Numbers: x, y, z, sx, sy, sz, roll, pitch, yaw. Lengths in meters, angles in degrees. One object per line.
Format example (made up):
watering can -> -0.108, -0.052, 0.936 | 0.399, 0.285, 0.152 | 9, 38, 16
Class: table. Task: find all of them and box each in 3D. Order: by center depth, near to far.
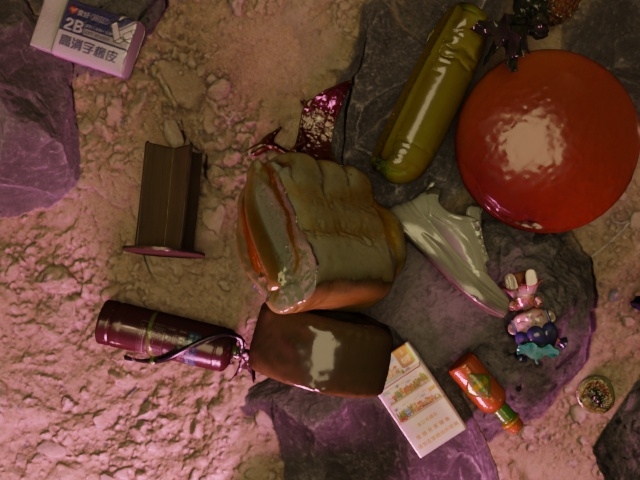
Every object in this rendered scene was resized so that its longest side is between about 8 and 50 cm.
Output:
table -> -0.312, -0.083, 1.700 | 0.167, 0.167, 0.227 | 4, 84, 4

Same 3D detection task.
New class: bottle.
bottle -> 0.349, 0.320, 1.705 | 0.069, 0.069, 0.187 | -42, 91, 4

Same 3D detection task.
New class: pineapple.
pineapple -> 0.401, -0.426, 1.589 | 0.119, 0.130, 0.277 | 41, 53, 11

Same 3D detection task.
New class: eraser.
eraser -> -0.488, -0.430, 1.732 | 0.210, 0.068, 0.124 | 20, 94, 4

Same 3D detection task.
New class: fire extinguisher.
fire extinguisher -> -0.296, 0.221, 1.732 | 0.341, 0.105, 0.141 | 14, 122, 3

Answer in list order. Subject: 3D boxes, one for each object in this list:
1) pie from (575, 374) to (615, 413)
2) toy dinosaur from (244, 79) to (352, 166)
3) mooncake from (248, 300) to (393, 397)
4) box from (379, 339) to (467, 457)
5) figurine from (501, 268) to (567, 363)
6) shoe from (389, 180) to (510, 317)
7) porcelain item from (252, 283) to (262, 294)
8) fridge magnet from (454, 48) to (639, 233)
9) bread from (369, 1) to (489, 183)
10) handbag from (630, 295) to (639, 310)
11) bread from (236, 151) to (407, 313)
pie -> 0.573, 0.322, 1.713 | 0.084, 0.021, 0.084 | 0, 92, 4
toy dinosaur -> -0.032, -0.173, 1.690 | 0.327, 0.113, 0.206 | -37, 91, 2
mooncake -> 0.003, 0.205, 1.618 | 0.284, 0.284, 0.155 | 14, 89, 3
box -> 0.197, 0.332, 1.733 | 0.122, 0.032, 0.220 | -34, 90, 5
figurine -> 0.435, 0.153, 1.679 | 0.111, 0.102, 0.195 | -11, 88, 17
shoe -> 0.291, 0.004, 1.667 | 0.316, 0.124, 0.159 | 43, 90, 9
porcelain item -> -0.104, 0.109, 1.744 | 0.083, 0.028, 0.036 | 31, 60, 0
fridge magnet -> 0.446, -0.195, 1.634 | 0.363, 0.155, 0.364 | 0, 93, 3
bread -> 0.225, -0.286, 1.643 | 0.112, 0.166, 0.383 | 25, 93, -8
handbag -> 0.779, 0.176, 1.554 | 0.329, 0.303, 0.122 | 33, 94, 1
bread -> 0.000, 0.000, 1.562 | 0.210, 0.341, 0.300 | -33, 69, 37
